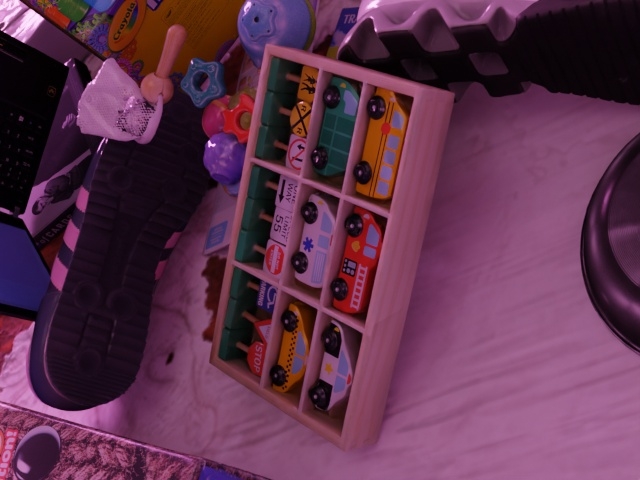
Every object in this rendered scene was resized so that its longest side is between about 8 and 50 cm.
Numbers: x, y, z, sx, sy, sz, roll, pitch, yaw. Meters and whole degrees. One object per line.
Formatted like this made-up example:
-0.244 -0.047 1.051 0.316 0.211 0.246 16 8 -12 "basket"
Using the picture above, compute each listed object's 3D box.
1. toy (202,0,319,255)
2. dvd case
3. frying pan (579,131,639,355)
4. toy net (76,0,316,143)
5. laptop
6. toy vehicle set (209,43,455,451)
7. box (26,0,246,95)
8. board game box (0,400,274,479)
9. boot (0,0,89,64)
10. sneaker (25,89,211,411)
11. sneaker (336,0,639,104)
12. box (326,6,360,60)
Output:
-0.068 -0.116 0.925 0.137 0.056 0.237 -22 49 54 "toy"
-0.327 -0.066 1.129 0.238 0.029 0.179 -37 55 17 "dvd case"
0.306 -0.022 0.623 0.326 0.053 0.197 -11 62 36 "frying pan"
-0.104 -0.127 0.881 0.232 0.045 0.122 -21 84 24 "toy net"
-0.309 -0.075 0.955 0.136 0.234 0.264 12 83 30 "laptop"
0.000 0.000 0.774 0.166 0.035 0.267 23 108 42 "toy vehicle set"
-0.186 -0.335 1.023 0.279 0.177 0.290 36 90 27 "box"
-0.184 0.262 0.781 0.291 0.141 0.232 4 70 38 "board game box"
-0.372 -0.207 1.216 0.258 0.095 0.123 -40 43 3 "boot"
-0.196 0.005 0.954 0.131 0.112 0.319 -27 39 55 "sneaker"
0.177 -0.183 0.740 0.330 0.122 0.146 6 64 28 "sneaker"
0.050 -0.133 0.876 0.109 0.042 0.178 6 72 39 "box"
